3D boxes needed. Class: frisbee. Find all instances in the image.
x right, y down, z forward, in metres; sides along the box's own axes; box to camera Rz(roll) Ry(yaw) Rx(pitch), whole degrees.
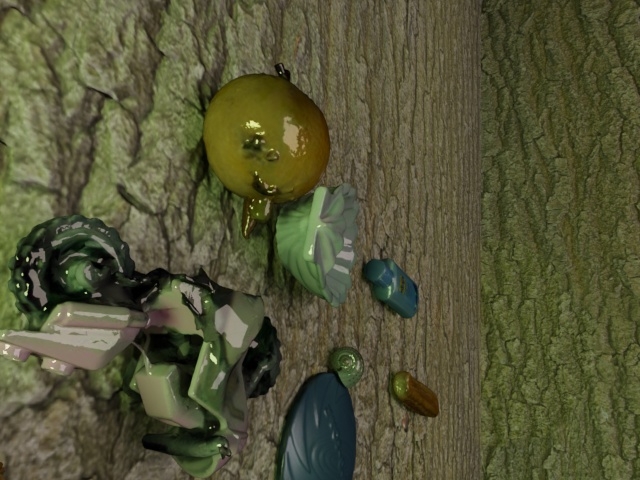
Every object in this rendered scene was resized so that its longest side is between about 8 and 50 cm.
[{"bbox_3d":[0.016,0.380,0.876,0.289,0.049,0.290,10,79,-62],"label":"frisbee"}]

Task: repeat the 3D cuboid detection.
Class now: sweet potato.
[{"bbox_3d":[-0.101,-0.057,0.721,0.026,0.026,0.115,17,70,-61],"label":"sweet potato"}]

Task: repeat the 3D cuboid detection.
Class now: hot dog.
[{"bbox_3d":[0.254,0.410,1.324,0.286,0.061,0.088,51,41,-47],"label":"hot dog"}]

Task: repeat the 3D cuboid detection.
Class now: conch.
[{"bbox_3d":[0.058,0.240,0.955,0.085,0.056,0.076,24,45,-62],"label":"conch"}]

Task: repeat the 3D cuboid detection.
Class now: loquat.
[{"bbox_3d":[-0.068,-0.122,0.649,0.172,0.149,0.205,27,61,-49],"label":"loquat"}]

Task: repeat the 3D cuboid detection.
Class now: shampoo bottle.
[{"bbox_3d":[0.174,0.109,1.199,0.258,0.061,0.104,39,53,-55],"label":"shampoo bottle"}]

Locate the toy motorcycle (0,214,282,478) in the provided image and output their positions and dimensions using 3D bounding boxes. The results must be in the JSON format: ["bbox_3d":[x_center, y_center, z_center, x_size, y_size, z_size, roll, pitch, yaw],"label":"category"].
[{"bbox_3d":[-0.151,0.118,0.483,0.327,0.143,0.188,40,52,-46],"label":"toy motorcycle"}]

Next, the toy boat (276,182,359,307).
[{"bbox_3d":[0.000,0.000,0.794,0.290,0.100,0.200,51,45,-74],"label":"toy boat"}]

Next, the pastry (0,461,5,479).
[{"bbox_3d":[-0.266,0.238,0.224,0.311,0.161,0.255,-46,125,-57],"label":"pastry"}]
